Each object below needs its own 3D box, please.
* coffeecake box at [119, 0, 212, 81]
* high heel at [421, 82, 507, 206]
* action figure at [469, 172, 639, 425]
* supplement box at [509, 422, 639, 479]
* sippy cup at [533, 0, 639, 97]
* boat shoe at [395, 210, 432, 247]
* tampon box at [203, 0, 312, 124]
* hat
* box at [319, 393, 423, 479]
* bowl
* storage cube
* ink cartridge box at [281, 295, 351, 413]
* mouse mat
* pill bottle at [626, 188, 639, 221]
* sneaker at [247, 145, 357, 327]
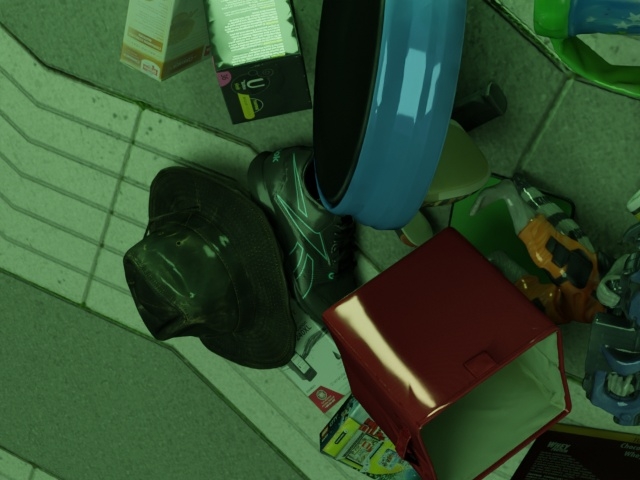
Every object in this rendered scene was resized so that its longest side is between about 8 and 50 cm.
[{"bbox_3d":[-0.165,-0.306,1.478,0.068,0.142,0.185,28,126,18],"label":"coffeecake box"},{"bbox_3d":[0.100,-0.077,1.367,0.186,0.261,0.093,-26,106,36],"label":"high heel"},{"bbox_3d":[0.326,0.028,1.320,0.330,0.178,0.341,28,144,17],"label":"action figure"},{"bbox_3d":[0.340,0.338,1.482,0.191,0.194,0.129,4,116,30],"label":"supplement box"},{"bbox_3d":[0.336,-0.291,1.148,0.224,0.305,0.240,13,77,13],"label":"sippy cup"},{"bbox_3d":[0.093,-0.051,1.523,0.137,0.049,0.043,58,167,-7],"label":"boat shoe"},{"bbox_3d":[-0.076,-0.239,1.412,0.101,0.161,0.120,-11,154,2],"label":"tampon box"},{"bbox_3d":[-0.182,0.058,1.631,0.331,0.134,0.331,30,133,39],"label":"hat"},{"bbox_3d":[0.127,0.218,1.570,0.159,0.044,0.233,29,114,-17],"label":"box"},{"bbox_3d":[0.060,-0.206,1.256,0.077,0.391,0.391,5,123,-10],"label":"bowl"},{"bbox_3d":[0.141,0.139,1.356,0.193,0.215,0.183,48,167,38],"label":"storage cube"},{"bbox_3d":[-0.005,0.147,1.673,0.150,0.063,0.109,46,129,2],"label":"ink cartridge box"},{"bbox_3d":[0.226,0.010,1.497,0.153,0.007,0.189,20,124,21],"label":"mouse mat"},{"bbox_3d":[0.402,-0.019,1.338,0.116,0.065,0.065,45,129,2],"label":"pill bottle"},{"bbox_3d":[0.000,0.000,1.570,0.106,0.101,0.267,-18,105,34],"label":"sneaker"}]
